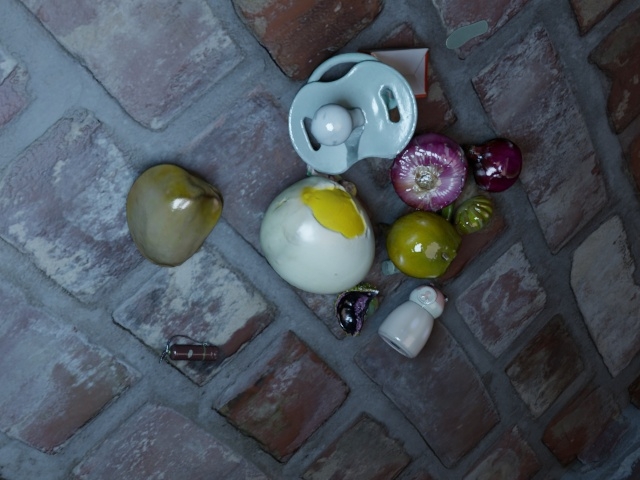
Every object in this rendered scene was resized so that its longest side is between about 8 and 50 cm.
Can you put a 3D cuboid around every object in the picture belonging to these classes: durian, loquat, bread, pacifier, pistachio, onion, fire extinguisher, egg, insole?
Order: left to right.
[{"bbox_3d":[-0.361,-0.054,1.460,0.213,0.163,0.260,26,110,-13],"label":"pistachio"},{"bbox_3d":[-0.359,0.297,1.665,0.157,0.045,0.078,7,78,-29],"label":"fire extinguisher"},{"bbox_3d":[0.000,0.000,1.592,0.283,0.283,0.345,-47,127,-5],"label":"egg"},{"bbox_3d":[0.053,-0.303,1.482,0.344,0.269,0.288,-19,98,23],"label":"pacifier"},{"bbox_3d":[0.113,0.190,1.858,0.108,0.119,0.186,-32,145,-59],"label":"durian"},{"bbox_3d":[0.282,0.006,1.807,0.213,0.246,0.213,-58,164,-28],"label":"loquat"},{"bbox_3d":[0.313,-0.206,1.766,0.230,0.163,0.229,7,121,11],"label":"onion"},{"bbox_3d":[0.419,-0.589,1.749,0.153,0.002,0.053,-26,119,-17],"label":"insole"},{"bbox_3d":[0.487,-0.074,1.942,0.157,0.094,0.083,-34,126,-3],"label":"bread"},{"bbox_3d":[0.528,-0.237,1.870,0.198,0.135,0.173,18,97,-31],"label":"onion"}]

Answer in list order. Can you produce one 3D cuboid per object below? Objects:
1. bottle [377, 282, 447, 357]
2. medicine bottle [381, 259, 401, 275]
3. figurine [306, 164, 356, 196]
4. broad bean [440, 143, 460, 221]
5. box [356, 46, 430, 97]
[{"bbox_3d":[0.304,0.241,1.941,0.236,0.148,0.147,-51,124,-11],"label":"bottle"},{"bbox_3d":[0.235,0.080,1.891,0.083,0.047,0.047,-7,112,-27],"label":"medicine bottle"},{"bbox_3d":[0.028,-0.150,1.678,0.187,0.083,0.083,29,94,-40],"label":"figurine"},{"bbox_3d":[0.380,-0.142,1.877,0.098,0.056,0.317,7,108,-30],"label":"broad bean"},{"bbox_3d":[0.190,-0.443,1.629,0.182,0.099,0.133,-12,115,-22],"label":"box"}]
